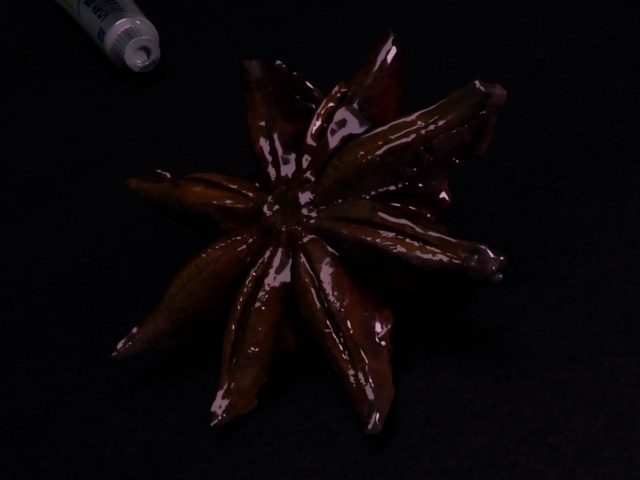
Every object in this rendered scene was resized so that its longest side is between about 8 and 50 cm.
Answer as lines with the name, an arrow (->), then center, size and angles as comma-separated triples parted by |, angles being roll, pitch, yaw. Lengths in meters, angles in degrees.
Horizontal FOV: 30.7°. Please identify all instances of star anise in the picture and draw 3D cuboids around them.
star anise -> 0.000, 0.000, 0.681 | 0.272, 0.102, 0.272 | -13, 61, 25

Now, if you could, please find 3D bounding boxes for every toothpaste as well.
toothpaste -> -0.205, -0.218, 1.105 | 0.075, 0.048, 0.297 | -28, 33, -9
